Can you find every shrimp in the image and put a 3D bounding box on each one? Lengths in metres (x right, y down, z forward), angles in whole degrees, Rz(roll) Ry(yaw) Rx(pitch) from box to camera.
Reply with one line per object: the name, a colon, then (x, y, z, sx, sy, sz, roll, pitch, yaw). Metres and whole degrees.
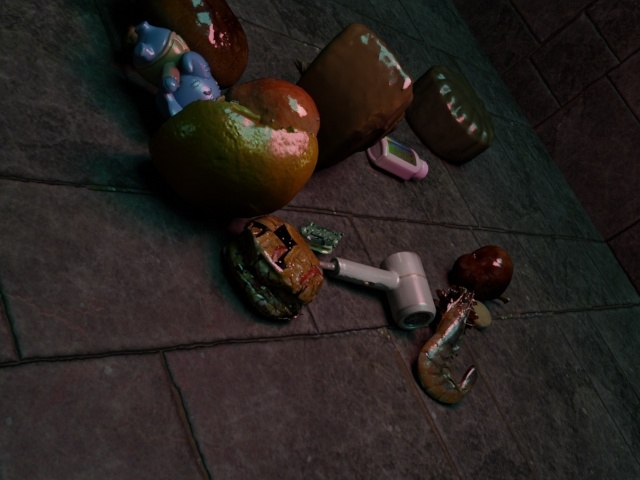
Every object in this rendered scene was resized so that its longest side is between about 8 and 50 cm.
shrimp: (0.334, 0.259, 1.799, 0.169, 0.058, 0.296, 47, 59, -16)

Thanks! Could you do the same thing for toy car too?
toy car: (0.000, 0.000, 1.693, 0.093, 0.058, 0.186, 19, 10, 4)

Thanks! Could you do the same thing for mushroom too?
mushroom: (-0.300, -0.499, 1.718, 0.345, 0.238, 0.345, -13, 90, -73)

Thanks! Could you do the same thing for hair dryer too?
hair dryer: (0.110, 0.096, 1.758, 0.357, 0.107, 0.173, 15, 45, -32)

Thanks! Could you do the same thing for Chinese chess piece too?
Chinese chess piece: (0.443, 0.210, 2.104, 0.084, 0.034, 0.084, 30, 38, -27)

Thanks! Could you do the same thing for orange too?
orange: (-0.167, -0.154, 1.472, 0.334, 0.262, 0.196, 21, 52, -31)

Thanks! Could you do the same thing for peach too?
peach: (-0.124, -0.269, 1.696, 0.232, 0.232, 0.233, 33, 36, -27)

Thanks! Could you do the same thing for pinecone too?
pinecone: (0.344, 0.177, 1.927, 0.140, 0.121, 0.140, 28, 34, -21)

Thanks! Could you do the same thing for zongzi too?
zongzi: (-0.028, -0.482, 2.204, 0.119, 0.055, 0.109, 27, 39, -15)

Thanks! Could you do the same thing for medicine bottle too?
medicine bottle: (0.238, -0.247, 2.270, 0.219, 0.078, 0.115, 21, 40, -40)

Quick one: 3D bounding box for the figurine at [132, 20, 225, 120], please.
figurine: (-0.294, -0.319, 1.542, 0.262, 0.153, 0.180, 50, -2, -32)

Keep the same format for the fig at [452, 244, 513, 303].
fig: (0.492, 0.116, 2.172, 0.274, 0.170, 0.146, 46, 21, -48)

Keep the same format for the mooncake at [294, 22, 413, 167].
mooncake: (0.095, -0.364, 1.907, 0.246, 0.393, 0.394, 50, 42, 1)

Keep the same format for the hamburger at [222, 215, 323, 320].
hamburger: (-0.087, 0.051, 1.521, 0.231, 0.107, 0.231, 36, 26, -22)

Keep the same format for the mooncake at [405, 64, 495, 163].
mooncake: (0.470, -0.452, 2.678, 0.356, 0.194, 0.357, 32, 36, -27)
